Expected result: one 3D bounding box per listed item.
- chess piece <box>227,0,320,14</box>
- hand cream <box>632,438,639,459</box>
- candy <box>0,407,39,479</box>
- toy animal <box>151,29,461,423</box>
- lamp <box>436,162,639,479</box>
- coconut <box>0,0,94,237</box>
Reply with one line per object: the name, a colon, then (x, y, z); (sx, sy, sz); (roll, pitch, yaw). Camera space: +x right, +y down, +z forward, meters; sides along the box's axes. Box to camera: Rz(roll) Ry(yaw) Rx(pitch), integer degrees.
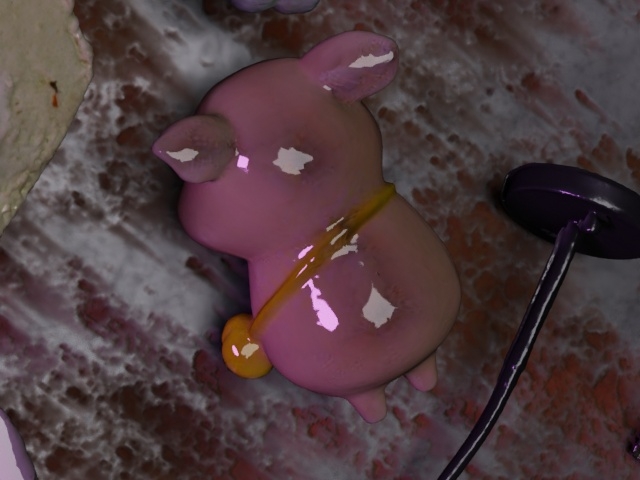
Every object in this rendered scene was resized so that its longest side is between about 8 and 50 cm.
chess piece: (-0.131, -0.254, 1.182); (0.299, 0.194, 0.194); (9, 88, -12)
hand cream: (0.302, 0.177, 1.417); (0.163, 0.039, 0.062); (37, 81, -11)
candy: (-0.220, 0.235, 1.184); (0.156, 0.116, 0.265); (-26, 100, -17)
toy animal: (-0.002, 0.002, 1.247); (0.165, 0.149, 0.248); (-36, 110, -25)
lamp: (0.108, 0.121, 1.334); (0.130, 0.108, 0.371); (23, 94, -2)
coconut: (-0.297, -0.085, 1.066); (0.297, 0.255, 0.297); (-26, 123, -48)
